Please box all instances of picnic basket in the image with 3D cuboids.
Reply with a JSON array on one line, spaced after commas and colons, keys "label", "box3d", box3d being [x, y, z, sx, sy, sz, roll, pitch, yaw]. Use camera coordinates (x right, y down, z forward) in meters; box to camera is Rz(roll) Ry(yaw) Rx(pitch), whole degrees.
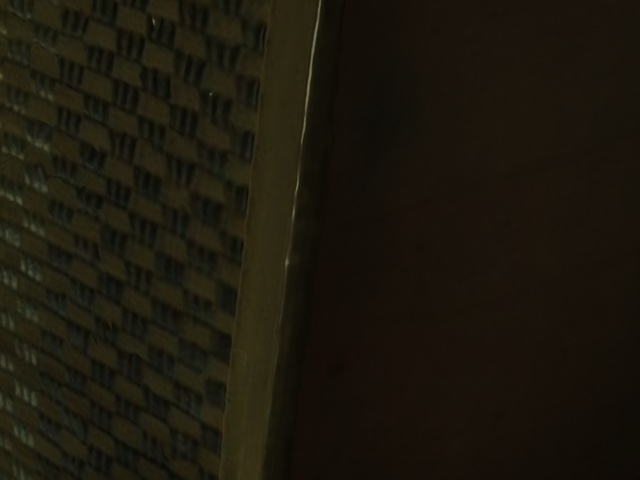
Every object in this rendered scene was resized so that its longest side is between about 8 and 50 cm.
[{"label": "picnic basket", "box3d": [0.000, 0.000, 0.447, 0.139, 0.165, 0.267, 25, 118, 40]}]
